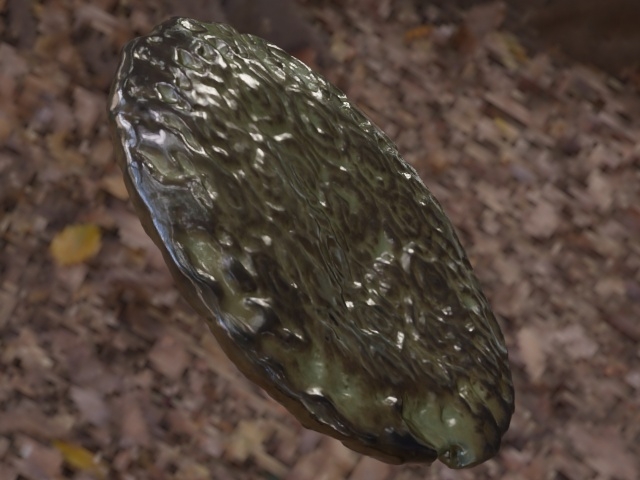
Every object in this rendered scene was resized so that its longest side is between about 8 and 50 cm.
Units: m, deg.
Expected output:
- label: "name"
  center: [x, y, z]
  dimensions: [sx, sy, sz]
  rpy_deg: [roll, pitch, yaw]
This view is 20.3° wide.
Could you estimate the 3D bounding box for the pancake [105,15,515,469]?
- label: "pancake"
  center: [0.001, -0.001, 0.621]
  dimensions: [0.199, 0.021, 0.199]
  rpy_deg: [38, 28, -25]
